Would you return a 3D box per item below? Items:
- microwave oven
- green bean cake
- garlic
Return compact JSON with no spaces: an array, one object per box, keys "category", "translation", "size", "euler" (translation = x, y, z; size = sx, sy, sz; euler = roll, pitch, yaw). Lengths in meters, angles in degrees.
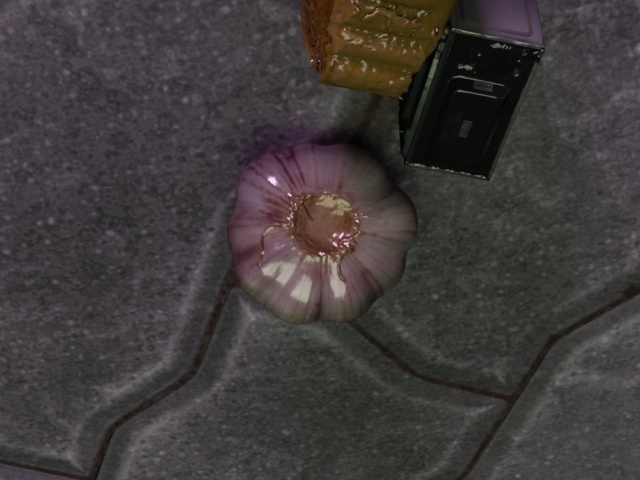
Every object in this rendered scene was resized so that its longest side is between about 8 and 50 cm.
[{"category":"microwave oven","translation":[0.167,-0.199,1.454],"size":[0.129,0.163,0.205],"euler":[11,131,-6]},{"category":"green bean cake","translation":[0.067,-0.295,1.333],"size":[0.131,0.229,0.224],"euler":[10,131,-17]},{"category":"garlic","translation":[0.000,0.000,1.616],"size":[0.245,0.245,0.253],"euler":[1,169,-2]}]
